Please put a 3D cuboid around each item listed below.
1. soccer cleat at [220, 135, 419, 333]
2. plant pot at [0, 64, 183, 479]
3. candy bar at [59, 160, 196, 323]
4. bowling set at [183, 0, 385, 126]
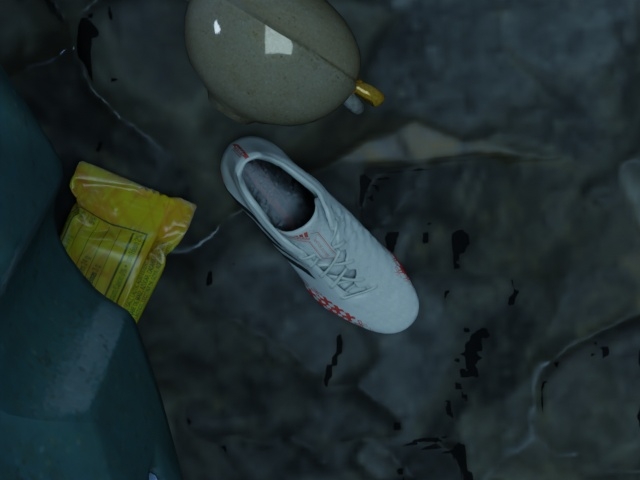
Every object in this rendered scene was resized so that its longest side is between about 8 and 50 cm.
[{"bbox_3d":[0.000,0.000,0.586,0.029,0.035,0.083,-43,99,0],"label":"soccer cleat"},{"bbox_3d":[-0.217,0.095,0.380,0.334,0.341,0.341,-17,99,13],"label":"plant pot"},{"bbox_3d":[-0.090,0.054,0.592,0.040,0.018,0.161,24,95,-5],"label":"candy bar"},{"bbox_3d":[-0.141,-0.062,0.503,0.287,0.154,0.200,35,92,-9],"label":"bowling set"}]
